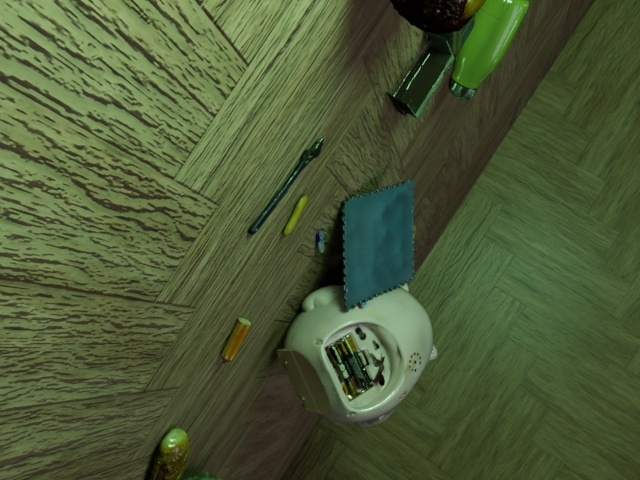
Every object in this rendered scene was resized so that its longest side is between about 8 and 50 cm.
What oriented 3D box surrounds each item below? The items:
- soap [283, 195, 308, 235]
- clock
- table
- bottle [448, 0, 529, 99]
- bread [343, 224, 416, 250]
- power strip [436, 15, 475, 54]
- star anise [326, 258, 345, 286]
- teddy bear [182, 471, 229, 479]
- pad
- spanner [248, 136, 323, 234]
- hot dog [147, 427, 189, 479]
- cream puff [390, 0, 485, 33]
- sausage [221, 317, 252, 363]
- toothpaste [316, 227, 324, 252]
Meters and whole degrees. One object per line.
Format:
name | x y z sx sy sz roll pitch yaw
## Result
soap | -0.047 -0.046 1.384 0.089 0.012 0.034 -62 165 21
clock | 0.116 0.267 1.855 0.376 0.368 0.250 -27 -174 -24
table | 0.209 -0.330 1.522 0.146 0.062 0.175 -58 163 5
bottle | 0.371 -0.448 1.695 0.112 0.112 0.260 -38 156 -52
bread | 0.161 -0.008 1.945 0.152 0.119 0.288 -58 165 16
power strip | 0.258 -0.462 1.389 0.092 0.066 0.387 -58 166 -3
star anise | 0.057 0.109 1.988 0.168 0.057 0.168 -51 169 -14
teddy bear | -0.327 0.737 1.786 0.367 0.224 0.357 -54 152 -1
pad | 0.142 0.006 1.760 0.269 0.012 0.270 -17 113 -44
spanner | -0.056 -0.092 1.254 0.208 0.012 0.046 -54 167 -9
hot dog | -0.323 0.494 1.557 0.088 0.061 0.286 -59 173 -46
cream puff | 0.173 -0.407 1.017 0.239 0.165 0.239 -56 168 -18
sausage | -0.170 0.202 1.479 0.107 0.031 0.031 -63 165 21
toothpaste | 0.000 0.000 1.643 0.024 0.015 0.083 -49 159 -23
